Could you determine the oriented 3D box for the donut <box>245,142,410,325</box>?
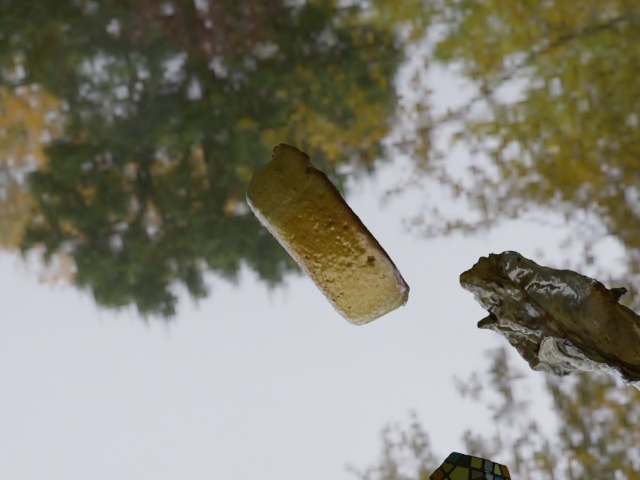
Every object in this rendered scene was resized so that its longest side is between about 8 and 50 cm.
[{"bbox_3d":[0.000,0.000,1.426,0.065,0.178,0.162,-39,158,-6],"label":"donut"}]

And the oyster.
[{"bbox_3d":[0.338,0.131,2.254,0.361,0.096,0.221,16,-151,-36],"label":"oyster"}]

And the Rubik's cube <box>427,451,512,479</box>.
[{"bbox_3d":[0.202,0.348,2.243,0.112,0.133,0.133,-29,-177,37],"label":"Rubik's cube"}]
